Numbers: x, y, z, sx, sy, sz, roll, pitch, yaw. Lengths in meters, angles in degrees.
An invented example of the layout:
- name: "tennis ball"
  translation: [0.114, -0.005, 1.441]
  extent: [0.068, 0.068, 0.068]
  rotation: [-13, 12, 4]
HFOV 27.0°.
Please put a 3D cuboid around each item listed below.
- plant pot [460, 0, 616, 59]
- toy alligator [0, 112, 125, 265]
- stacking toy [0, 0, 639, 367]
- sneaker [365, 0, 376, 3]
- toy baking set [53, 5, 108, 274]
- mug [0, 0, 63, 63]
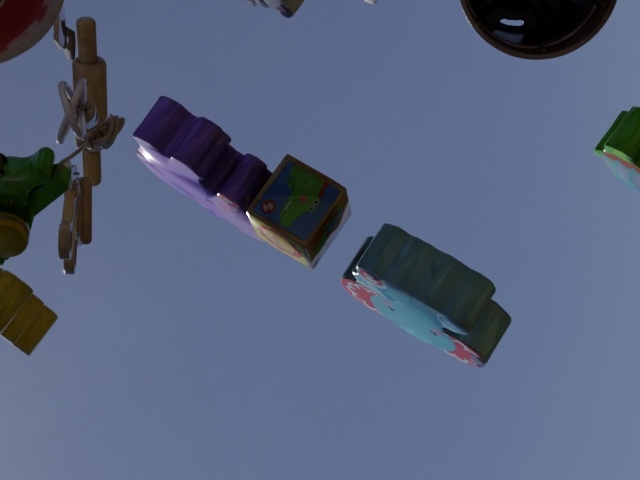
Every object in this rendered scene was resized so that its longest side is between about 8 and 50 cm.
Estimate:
- name: "plant pot"
  translation: [0.221, -0.282, 1.433]
  extent: [0.165, 0.167, 0.167]
  rotation: [-93, -3, -79]
- name: "toy alligator"
  translation: [-0.193, -0.028, 0.811]
  extent: [0.051, 0.190, 0.056]
  rotation: [32, -146, -25]
- name: "stacking toy"
  translation: [0.000, 0.000, 0.417]
  extent: [0.167, 0.221, 0.052]
  rotation: [-54, -16, -13]
- name: "sneaker"
  translation: [-0.024, -0.210, 0.791]
  extent: [0.169, 0.293, 0.108]
  rotation: [68, -154, -13]
- name: "toy baking set"
  translation: [-0.193, -0.091, 1.084]
  extent: [0.196, 0.030, 0.256]
  rotation: [-100, 12, -60]
- name: "mug"
  translation: [-0.183, -0.165, 0.687]
  extent: [0.150, 0.113, 0.169]
  rotation: [65, -179, -51]
